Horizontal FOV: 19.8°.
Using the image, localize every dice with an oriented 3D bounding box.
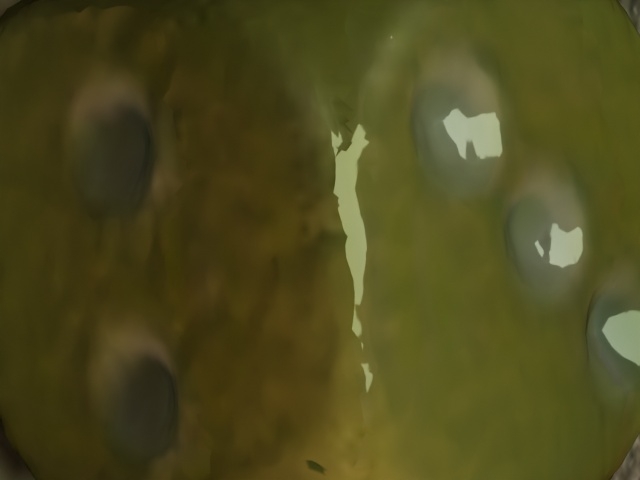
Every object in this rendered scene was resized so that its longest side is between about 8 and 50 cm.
[{"bbox_3d":[0.000,0.000,0.571,0.166,0.169,0.169,-15,103,-45],"label":"dice"}]
